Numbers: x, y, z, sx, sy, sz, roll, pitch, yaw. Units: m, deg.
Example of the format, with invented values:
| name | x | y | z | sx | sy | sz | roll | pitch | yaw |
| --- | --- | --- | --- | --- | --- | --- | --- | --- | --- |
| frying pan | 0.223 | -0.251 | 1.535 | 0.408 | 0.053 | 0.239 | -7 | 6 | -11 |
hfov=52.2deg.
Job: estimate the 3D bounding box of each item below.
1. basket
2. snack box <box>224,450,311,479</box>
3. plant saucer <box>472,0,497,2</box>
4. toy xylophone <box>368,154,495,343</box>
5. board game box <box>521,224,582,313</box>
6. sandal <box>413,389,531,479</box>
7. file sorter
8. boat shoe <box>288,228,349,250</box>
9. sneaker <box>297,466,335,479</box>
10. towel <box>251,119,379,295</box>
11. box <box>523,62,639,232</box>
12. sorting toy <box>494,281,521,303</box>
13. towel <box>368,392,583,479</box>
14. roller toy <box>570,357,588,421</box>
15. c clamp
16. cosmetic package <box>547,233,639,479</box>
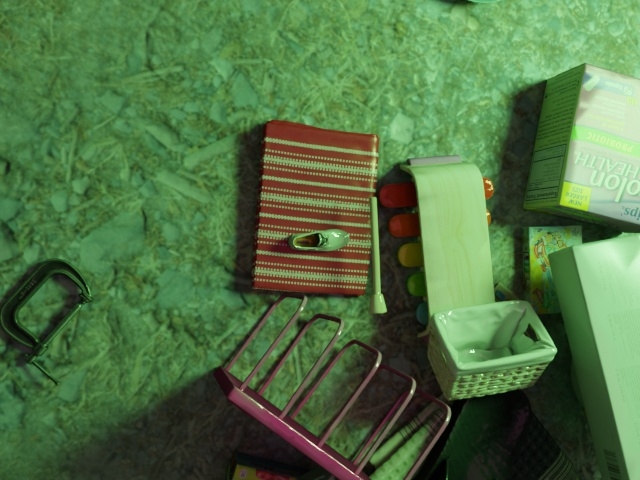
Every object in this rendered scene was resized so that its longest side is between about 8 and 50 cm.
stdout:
| name | x | y | z | sx | sy | sz | roll | pitch | yaw |
| --- | --- | --- | --- | --- | --- | --- | --- | --- | --- |
| basket | 0.261 | 0.175 | 1.026 | 0.167 | 0.113 | 0.103 | -7 | 134 | -10 |
| snack box | -0.084 | 0.461 | 1.031 | 0.175 | 0.070 | 0.207 | 17 | 88 | -12 |
| plant saucer | 0.268 | -0.498 | 1.120 | 0.195 | 0.037 | 0.194 | 0 | 91 | -13 |
| toy xylophone | 0.182 | 0.013 | 1.080 | 0.236 | 0.081 | 0.322 | 2 | 90 | -12 |
| board game box | 0.411 | 0.051 | 1.157 | 0.104 | 0.026 | 0.154 | -3 | 91 | -12 |
| sandal | 0.214 | 0.430 | 1.024 | 0.168 | 0.107 | 0.445 | 23 | 84 | -15 |
| file sorter | 0.016 | 0.229 | 0.988 | 0.291 | 0.202 | 0.182 | 39 | 79 | -9 |
| boat shoe | 0.000 | 0.000 | 1.037 | 0.100 | 0.035 | 0.035 | -1 | 92 | -14 |
| sneaker | -0.026 | 0.411 | 0.987 | 0.061 | 0.054 | 0.152 | 43 | 83 | -25 |
| towel | -0.008 | -0.052 | 1.067 | 0.199 | 0.031 | 0.274 | 5 | 91 | -14 |
| box | 0.493 | -0.151 | 1.128 | 0.214 | 0.117 | 0.242 | 12 | 88 | -12 |
| sorting toy | 0.327 | 0.121 | 1.146 | 0.083 | 0.012 | 0.062 | 40 | 82 | -9 |
| towel | 0.258 | 0.415 | 1.121 | 0.324 | 0.056 | 0.312 | -41 | 101 | -11 |
| roller toy | 0.546 | 0.233 | 1.125 | 0.210 | 0.146 | 0.191 | 7 | 88 | -11 |
| c clamp | -0.405 | 0.114 | 0.989 | 0.137 | 0.022 | 0.160 | 35 | 85 | -5 |
| cosmetic package | 0.543 | 0.172 | 1.011 | 0.285 | 0.097 | 0.377 | -9 | 81 | -6 |
